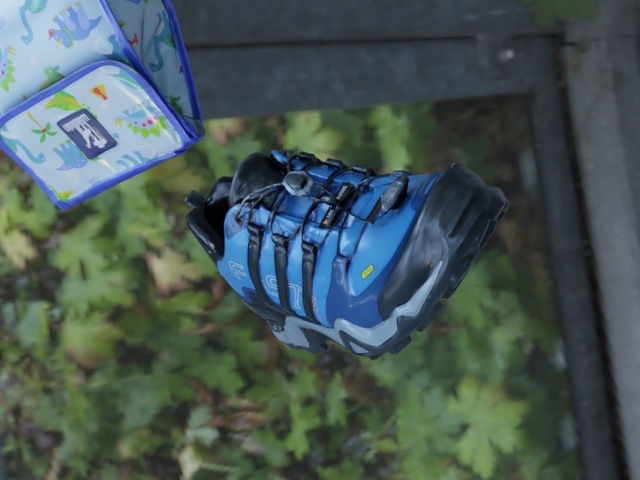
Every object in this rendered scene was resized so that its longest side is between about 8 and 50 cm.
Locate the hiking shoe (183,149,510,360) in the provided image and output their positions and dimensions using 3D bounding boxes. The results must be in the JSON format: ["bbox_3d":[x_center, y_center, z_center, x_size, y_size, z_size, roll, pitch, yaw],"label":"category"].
[{"bbox_3d":[0.000,0.000,0.974,0.132,0.113,0.304,39,157,-13],"label":"hiking shoe"}]

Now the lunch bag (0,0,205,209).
[{"bbox_3d":[-0.158,-0.110,1.043,0.129,0.096,0.151,-24,92,30],"label":"lunch bag"}]
